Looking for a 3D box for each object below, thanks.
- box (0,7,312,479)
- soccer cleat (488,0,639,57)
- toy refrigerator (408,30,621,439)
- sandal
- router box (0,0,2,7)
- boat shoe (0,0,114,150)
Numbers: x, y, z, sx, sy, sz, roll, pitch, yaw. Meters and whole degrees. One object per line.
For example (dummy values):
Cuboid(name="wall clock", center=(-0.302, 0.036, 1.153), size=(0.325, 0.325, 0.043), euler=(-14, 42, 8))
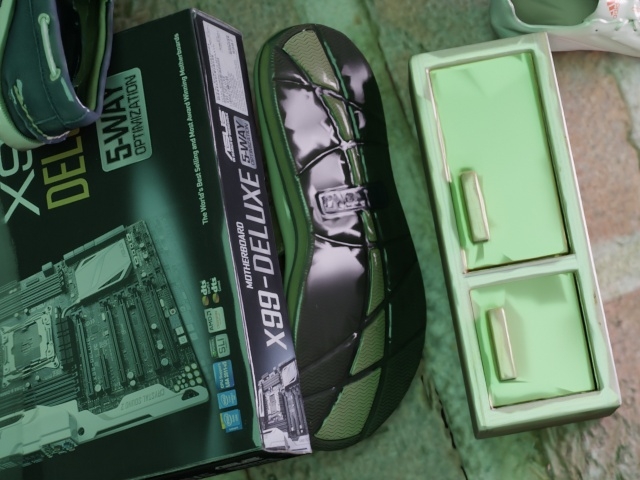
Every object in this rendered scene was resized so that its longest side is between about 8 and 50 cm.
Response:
Cuboid(name="box", center=(-0.149, 0.022, 1.368), size=(0.242, 0.076, 0.307), euler=(-15, 76, 24))
Cuboid(name="soccer cleat", center=(0.221, -0.167, 1.434), size=(0.196, 0.076, 0.068), euler=(-3, 79, 2))
Cuboid(name="toy refrigerator", center=(0.135, -0.003, 1.399), size=(0.102, 0.094, 0.270), euler=(-10, 80, 1))
Cuboid(name="sandal", center=(0.001, -0.001, 1.411), size=(0.120, 0.086, 0.303), euler=(1, 80, -36))
Cuboid(name="router box", center=(-0.392, -0.127, 1.388), size=(0.308, 0.081, 0.243), euler=(24, 93, 14))
Cuboid(name="boat shoe", center=(-0.169, -0.181, 1.326), size=(0.079, 0.095, 0.255), euler=(-12, 54, 29))
